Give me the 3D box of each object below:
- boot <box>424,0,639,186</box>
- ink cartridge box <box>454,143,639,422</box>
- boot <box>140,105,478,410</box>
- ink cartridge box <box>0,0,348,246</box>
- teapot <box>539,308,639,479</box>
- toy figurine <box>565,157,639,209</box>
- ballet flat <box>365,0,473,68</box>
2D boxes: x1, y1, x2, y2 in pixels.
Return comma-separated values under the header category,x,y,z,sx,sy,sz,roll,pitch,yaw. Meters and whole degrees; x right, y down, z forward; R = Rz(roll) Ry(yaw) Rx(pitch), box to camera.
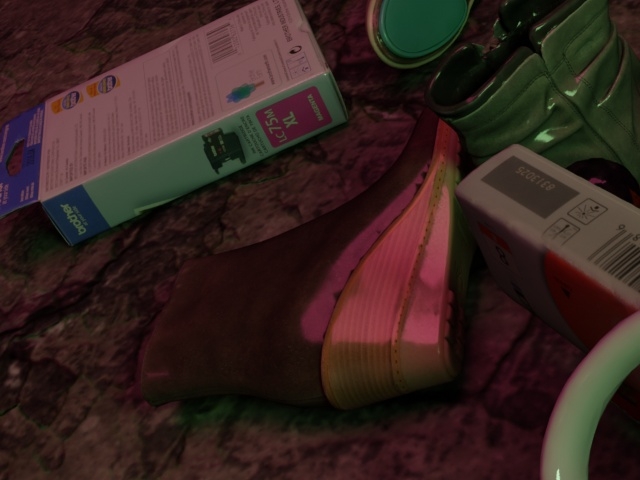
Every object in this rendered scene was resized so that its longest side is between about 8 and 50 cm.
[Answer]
category,x,y,z,sx,sy,sz,roll,pitch,yaw
boot,0.182,-0.101,0.637,0.246,0.161,0.083,-39,38,-16
ink cartridge box,0.137,0.057,0.457,0.045,0.179,0.145,-34,37,-12
boot,0.000,0.000,0.689,0.206,0.090,0.248,-6,45,24
ink cartridge box,-0.141,-0.106,0.933,0.311,0.065,0.186,-22,36,4
teapot,0.157,0.170,0.263,0.187,0.252,0.256,-26,21,35
toy figurine,0.224,-0.037,0.487,0.213,0.148,0.209,-43,8,-17
ballet flat,0.097,-0.225,0.927,0.086,0.086,0.248,9,48,39
